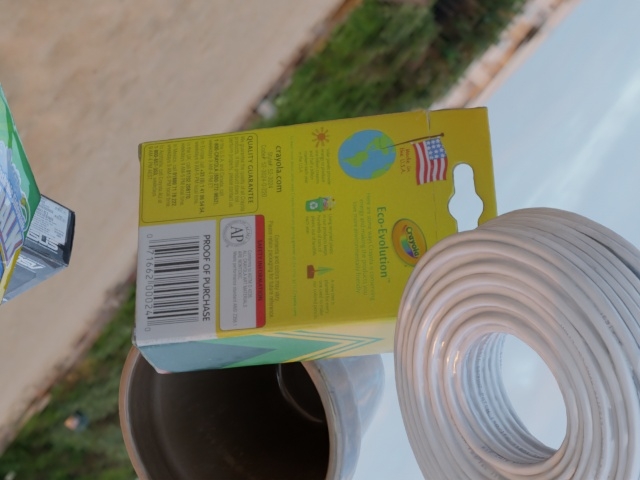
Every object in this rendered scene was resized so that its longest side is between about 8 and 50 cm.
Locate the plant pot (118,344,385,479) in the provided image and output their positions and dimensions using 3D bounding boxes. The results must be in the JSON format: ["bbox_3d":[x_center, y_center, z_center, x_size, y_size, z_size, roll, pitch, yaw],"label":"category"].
[{"bbox_3d":[-0.041,0.167,1.528,0.263,0.263,0.229,-49,165,27],"label":"plant pot"}]

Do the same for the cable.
[{"bbox_3d":[0.152,0.107,1.022,0.089,0.257,0.257,-14,130,-38],"label":"cable"}]

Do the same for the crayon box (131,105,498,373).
[{"bbox_3d":[0.000,0.000,1.278,0.081,0.319,0.202,67,20,-63],"label":"crayon box"}]

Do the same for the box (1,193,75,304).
[{"bbox_3d":[-0.335,-0.013,1.113,0.183,0.231,0.056,-26,-132,36],"label":"box"}]

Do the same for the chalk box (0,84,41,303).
[{"bbox_3d":[-0.228,-0.022,0.715,0.132,0.132,0.213,83,17,-53],"label":"chalk box"}]
